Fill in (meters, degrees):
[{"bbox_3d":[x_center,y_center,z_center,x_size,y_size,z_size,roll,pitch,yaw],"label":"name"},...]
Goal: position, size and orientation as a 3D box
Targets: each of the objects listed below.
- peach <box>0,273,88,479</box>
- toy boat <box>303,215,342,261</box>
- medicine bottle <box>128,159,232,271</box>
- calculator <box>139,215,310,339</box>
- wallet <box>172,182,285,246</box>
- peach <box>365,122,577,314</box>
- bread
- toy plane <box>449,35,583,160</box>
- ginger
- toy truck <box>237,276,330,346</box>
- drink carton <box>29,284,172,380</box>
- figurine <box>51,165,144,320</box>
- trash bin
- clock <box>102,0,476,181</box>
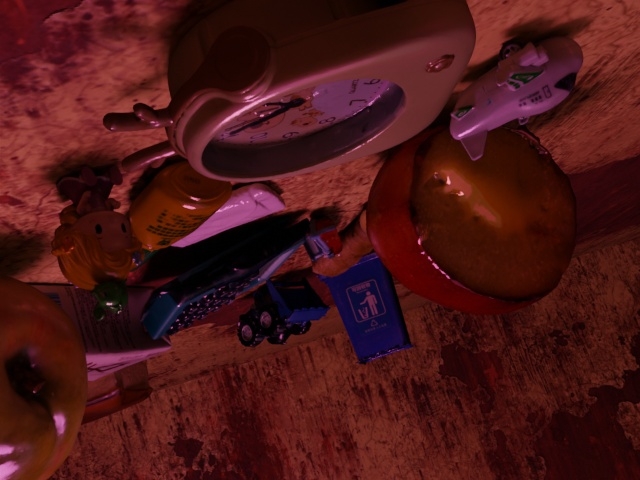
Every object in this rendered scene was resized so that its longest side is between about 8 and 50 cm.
[{"bbox_3d":[-0.457,0.190,0.966,0.315,0.314,0.281,-2,-167,13],"label":"peach"},{"bbox_3d":[0.000,0.000,1.346,0.058,0.069,0.173,-27,172,-3],"label":"toy boat"},{"bbox_3d":[-0.202,-0.021,0.979,0.095,0.064,0.260,0,158,-34],"label":"medicine bottle"},{"bbox_3d":[-0.160,0.069,1.299,0.274,0.058,0.248,-29,172,-28],"label":"calculator"},{"bbox_3d":[-0.145,-0.031,1.099,0.182,0.032,0.124,-22,169,9],"label":"wallet"},{"bbox_3d":[0.206,-0.037,1.082,0.281,0.281,0.338,-22,158,13],"label":"peach"},{"bbox_3d":[-0.590,0.363,1.866,0.323,0.143,0.333,-18,168,0],"label":"bread"},{"bbox_3d":[0.227,-0.171,0.918,0.174,0.080,0.174,-26,162,-9],"label":"toy plane"},{"bbox_3d":[0.065,0.003,1.463,0.118,0.065,0.299,-30,174,-23],"label":"ginger"},{"bbox_3d":[-0.088,0.152,1.734,0.113,0.126,0.208,2,157,-44],"label":"toy truck"},{"bbox_3d":[-0.425,0.165,1.301,0.194,0.132,0.324,-23,168,21],"label":"drink carton"},{"bbox_3d":[-0.245,0.012,0.848,0.094,0.156,0.115,-9,162,-37],"label":"figurine"},{"bbox_3d":[0.105,0.138,1.700,0.162,0.235,0.184,-21,166,8],"label":"trash bin"},{"bbox_3d":[-0.032,-0.132,0.687,0.308,0.096,0.235,-16,168,-10],"label":"clock"}]
